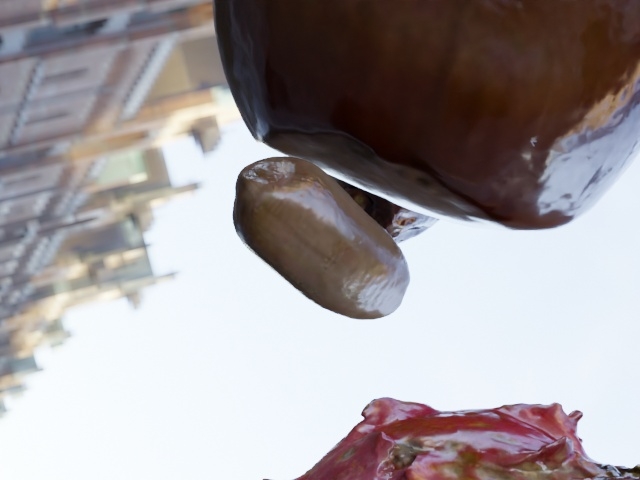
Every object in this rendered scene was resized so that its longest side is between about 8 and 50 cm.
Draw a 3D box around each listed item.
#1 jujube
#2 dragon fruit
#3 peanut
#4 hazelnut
[{"bbox_3d":[0.084,-0.094,1.902,0.243,0.183,0.183,-45,131,-61],"label":"jujube"},{"bbox_3d":[0.072,0.173,0.809,0.268,0.205,0.210,-35,-153,32],"label":"dragon fruit"},{"bbox_3d":[0.000,0.000,1.112,0.152,0.076,0.076,40,-9,-19],"label":"peanut"},{"bbox_3d":[0.099,-0.186,1.208,0.366,0.366,0.366,165,-90,-71],"label":"hazelnut"}]
